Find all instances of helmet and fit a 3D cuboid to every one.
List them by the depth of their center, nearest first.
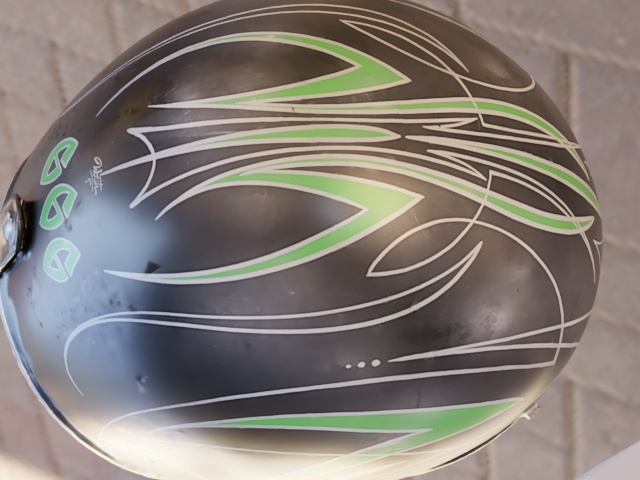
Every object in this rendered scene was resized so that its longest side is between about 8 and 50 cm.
[{"bbox_3d":[0.000,0.000,0.578,0.161,0.169,0.169,-18,121,36],"label":"helmet"}]

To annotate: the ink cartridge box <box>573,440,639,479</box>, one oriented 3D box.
[{"bbox_3d":[0.058,0.217,0.372,0.166,0.395,0.285,44,158,48],"label":"ink cartridge box"}]
